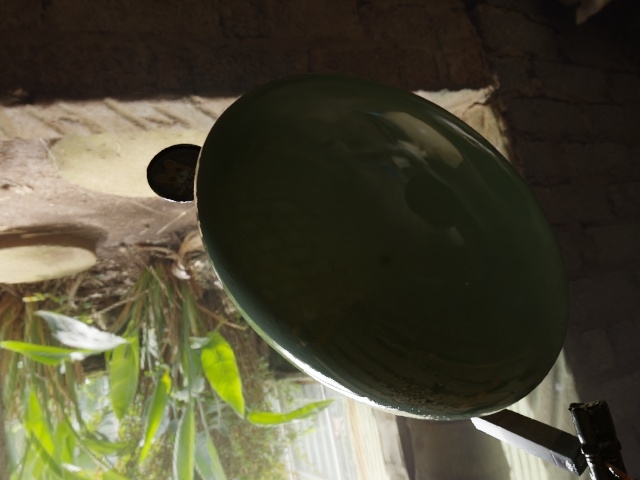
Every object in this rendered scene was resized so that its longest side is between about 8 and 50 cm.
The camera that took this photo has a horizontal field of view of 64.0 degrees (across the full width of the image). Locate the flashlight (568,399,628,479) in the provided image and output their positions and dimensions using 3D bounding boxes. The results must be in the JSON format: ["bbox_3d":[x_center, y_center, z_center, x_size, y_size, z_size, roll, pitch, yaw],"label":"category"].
[{"bbox_3d":[0.724,0.617,1.269,0.103,0.423,0.103,-10,164,-3],"label":"flashlight"}]

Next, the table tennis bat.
[{"bbox_3d":[-0.258,-0.132,1.109,0.236,0.027,0.150,18,124,-40],"label":"table tennis bat"}]

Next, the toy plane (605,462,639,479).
[{"bbox_3d":[0.546,0.441,0.826,0.188,0.062,0.135,28,-173,39],"label":"toy plane"}]

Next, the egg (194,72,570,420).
[{"bbox_3d":[0.047,-0.001,0.494,0.276,0.389,0.276,-45,165,-16],"label":"egg"}]

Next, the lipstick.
[{"bbox_3d":[0.617,0.581,1.543,0.076,0.079,0.371,-40,-161,-22],"label":"lipstick"}]
